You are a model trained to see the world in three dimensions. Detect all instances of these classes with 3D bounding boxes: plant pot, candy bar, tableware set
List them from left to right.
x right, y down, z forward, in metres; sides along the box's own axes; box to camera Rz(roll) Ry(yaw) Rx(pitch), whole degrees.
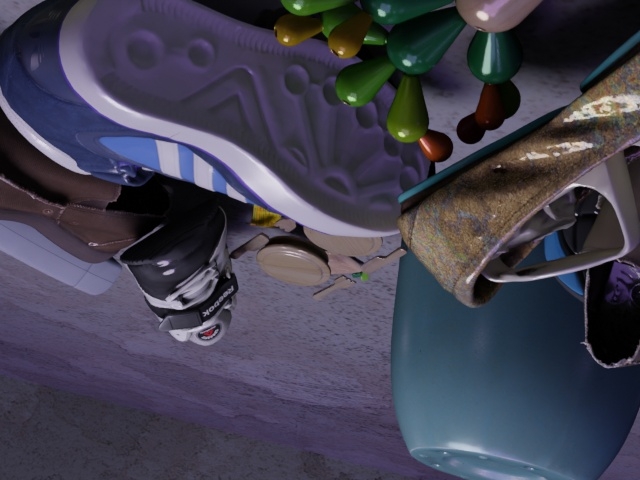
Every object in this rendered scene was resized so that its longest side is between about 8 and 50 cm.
[{"bbox_3d":[-0.056,-0.040,1.118,0.040,0.018,0.161,5,161,-3],"label":"candy bar"},{"bbox_3d":[0.000,0.000,1.137,0.128,0.039,0.194,28,148,-21],"label":"tableware set"},{"bbox_3d":[0.206,0.132,1.087,0.292,0.235,0.293,12,160,4],"label":"plant pot"}]

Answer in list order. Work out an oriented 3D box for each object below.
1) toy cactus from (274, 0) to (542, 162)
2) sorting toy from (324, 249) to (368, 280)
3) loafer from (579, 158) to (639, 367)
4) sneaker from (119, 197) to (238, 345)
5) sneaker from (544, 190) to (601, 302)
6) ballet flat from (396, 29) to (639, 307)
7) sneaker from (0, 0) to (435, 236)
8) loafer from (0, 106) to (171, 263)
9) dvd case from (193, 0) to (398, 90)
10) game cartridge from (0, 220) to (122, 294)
[{"bbox_3d":[0.082,-0.143,0.663,0.219,0.112,0.180,31,136,-33],"label":"toy cactus"},{"bbox_3d":[0.021,0.030,1.267,0.062,0.012,0.083,-11,145,41],"label":"sorting toy"},{"bbox_3d":[0.241,-0.008,0.732,0.094,0.087,0.251,20,125,32],"label":"loafer"},{"bbox_3d":[-0.139,0.045,1.142,0.146,0.122,0.330,59,170,-3],"label":"sneaker"},{"bbox_3d":[0.345,0.014,0.836,0.340,0.125,0.139,6,178,43],"label":"sneaker"},{"bbox_3d":[0.188,-0.055,0.646,0.123,0.123,0.348,25,140,-28],"label":"ballet flat"},{"bbox_3d":[-0.094,-0.093,0.807,0.322,0.130,0.236,21,169,-33],"label":"sneaker"},{"bbox_3d":[-0.266,-0.087,1.022,0.130,0.134,0.366,-21,160,14],"label":"loafer"},{"bbox_3d":[-0.069,-0.164,0.785,0.180,0.022,0.253,2,157,31],"label":"dvd case"},{"bbox_3d":[-0.366,-0.038,1.173,0.196,0.060,0.294,31,175,42],"label":"game cartridge"}]
